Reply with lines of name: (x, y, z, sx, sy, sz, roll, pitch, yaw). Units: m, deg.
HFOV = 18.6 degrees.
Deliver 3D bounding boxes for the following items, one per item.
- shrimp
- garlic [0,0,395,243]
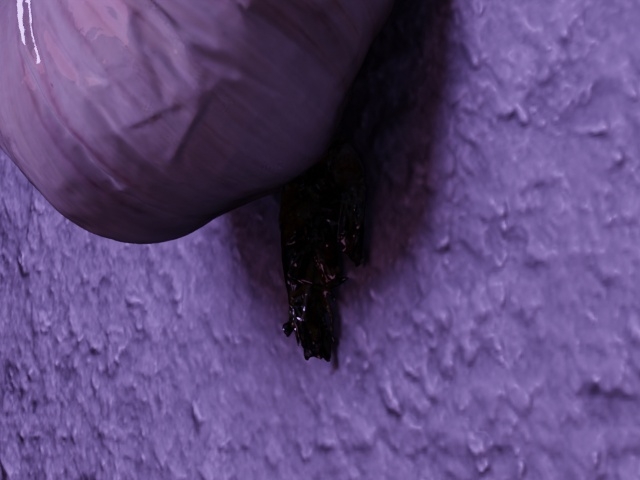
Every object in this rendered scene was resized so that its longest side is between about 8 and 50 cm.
shrimp: (0.000, 0.000, 1.316, 0.091, 0.034, 0.161, -32, 53, 49)
garlic: (-0.110, -0.147, 1.318, 0.317, 0.259, 0.317, -31, 31, 21)
